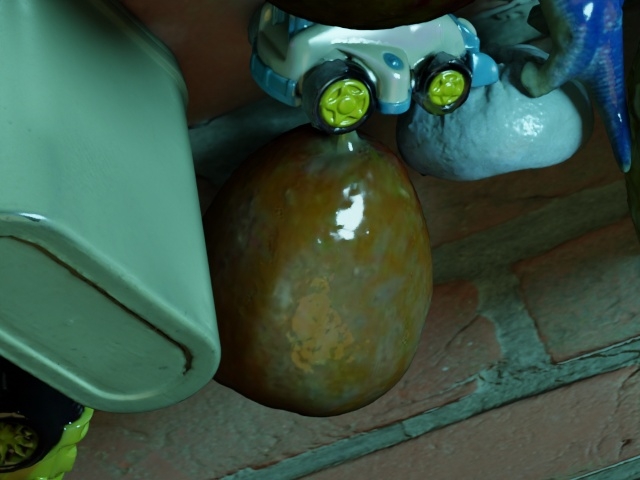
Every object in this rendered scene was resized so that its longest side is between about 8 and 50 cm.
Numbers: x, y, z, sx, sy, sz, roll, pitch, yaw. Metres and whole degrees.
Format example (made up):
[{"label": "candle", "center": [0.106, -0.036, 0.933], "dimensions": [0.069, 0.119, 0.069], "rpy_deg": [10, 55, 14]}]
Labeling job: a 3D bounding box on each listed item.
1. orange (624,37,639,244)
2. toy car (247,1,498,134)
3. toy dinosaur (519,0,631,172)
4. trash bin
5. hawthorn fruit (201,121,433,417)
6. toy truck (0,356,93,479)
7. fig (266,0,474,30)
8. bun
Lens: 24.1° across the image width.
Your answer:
[{"label": "orange", "center": [0.340, -0.133, 1.009], "dimensions": [0.271, 0.210, 0.369], "rpy_deg": [-8, 144, -37]}, {"label": "toy car", "center": [0.036, -0.141, 0.977], "dimensions": [0.161, 0.126, 0.098], "rpy_deg": [-9, 126, -18]}, {"label": "toy dinosaur", "center": [0.177, -0.177, 0.948], "dimensions": [0.075, 0.248, 0.188], "rpy_deg": [-28, 176, -38]}, {"label": "trash bin", "center": [-0.162, -0.044, 0.919], "dimensions": [0.121, 0.247, 0.243], "rpy_deg": [-28, 141, 18]}, {"label": "hawthorn fruit", "center": [0.000, 0.000, 1.078], "dimensions": [0.199, 0.199, 0.251], "rpy_deg": [1, 128, -20]}, {"label": "toy truck", "center": [-0.383, 0.130, 1.107], "dimensions": [0.405, 0.181, 0.254], "rpy_deg": [1, 136, -19]}, {"label": "fig", "center": [-0.027, -0.212, 0.850], "dimensions": [0.321, 0.217, 0.217], "rpy_deg": [-9, 153, 42]}, {"label": "bun", "center": [0.120, -0.094, 1.060], "dimensions": [0.141, 0.141, 0.083], "rpy_deg": [-14, 108, -2]}]
